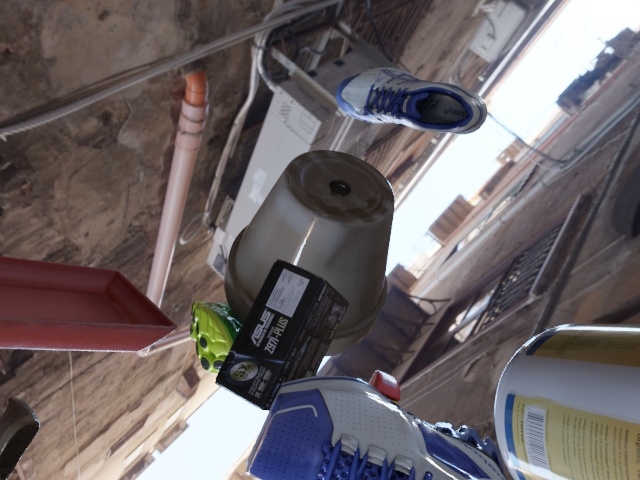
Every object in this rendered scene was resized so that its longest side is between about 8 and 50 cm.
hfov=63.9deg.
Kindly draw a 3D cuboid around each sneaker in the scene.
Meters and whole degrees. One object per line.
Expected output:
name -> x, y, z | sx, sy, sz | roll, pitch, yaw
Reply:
sneaker -> 0.160, -0.267, 0.963 | 0.296, 0.111, 0.131 | 12, -164, 19
sneaker -> -0.535, 0.342, 0.844 | 0.188, 0.066, 0.071 | -48, -120, 2
sneaker -> -0.179, 0.169, 0.984 | 0.124, 0.295, 0.109 | 2, -84, -19
sneaker -> 0.091, 0.251, 0.526 | 0.316, 0.182, 0.127 | 19, -85, -12

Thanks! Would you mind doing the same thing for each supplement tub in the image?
supplement tub -> 0.216, 0.122, 0.303 | 0.144, 0.200, 0.144 | 2, -99, -13

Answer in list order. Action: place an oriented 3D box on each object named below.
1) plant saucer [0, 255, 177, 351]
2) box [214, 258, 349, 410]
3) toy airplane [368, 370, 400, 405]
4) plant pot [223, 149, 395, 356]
plant saucer -> -0.347, 0.076, 0.634 | 0.258, 0.047, 0.259 | 12, -174, -39
box -> -0.045, 0.136, 0.708 | 0.078, 0.147, 0.180 | 22, -101, 23
toy airplane -> 0.131, 0.547, 1.347 | 0.386, 0.272, 0.384 | -11, -123, -31
plant pot -> 0.000, 0.000, 0.937 | 0.323, 0.280, 0.323 | 10, -136, -10
